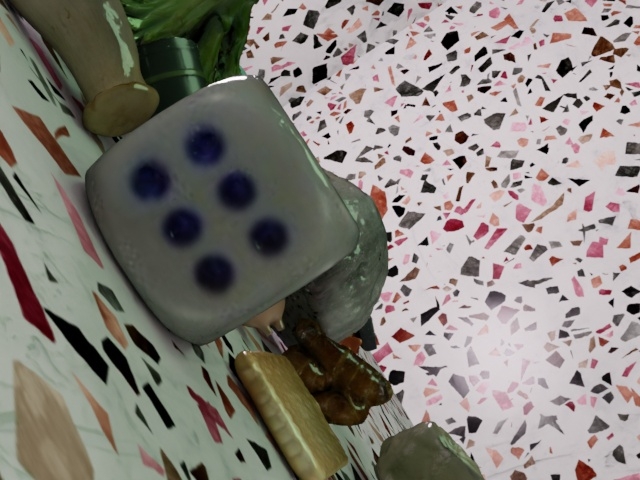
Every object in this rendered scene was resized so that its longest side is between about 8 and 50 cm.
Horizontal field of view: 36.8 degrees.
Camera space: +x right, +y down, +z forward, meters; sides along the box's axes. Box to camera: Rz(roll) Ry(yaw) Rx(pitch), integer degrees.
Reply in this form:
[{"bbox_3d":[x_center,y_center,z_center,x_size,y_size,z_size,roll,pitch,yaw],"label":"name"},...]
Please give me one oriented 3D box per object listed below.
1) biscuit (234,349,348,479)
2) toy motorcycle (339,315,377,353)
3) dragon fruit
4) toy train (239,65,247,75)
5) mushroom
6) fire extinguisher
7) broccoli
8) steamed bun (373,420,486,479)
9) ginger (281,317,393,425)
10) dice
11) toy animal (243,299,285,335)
[{"bbox_3d":[-0.029,0.197,1.084,0.160,0.030,0.250,57,2,10],"label":"biscuit"},{"bbox_3d":[0.014,0.133,1.643,0.325,0.148,0.221,-154,-127,-82],"label":"toy motorcycle"},{"bbox_3d":[0.000,0.000,1.391,0.283,0.221,0.204,59,-35,2],"label":"dragon fruit"},{"bbox_3d":[-0.225,-0.276,1.605,0.248,0.101,0.159,-9,65,-47],"label":"toy train"},{"bbox_3d":[-0.259,-0.232,1.050,0.108,0.096,0.247,-23,78,-52],"label":"mushroom"},{"bbox_3d":[-0.149,-0.079,1.110,0.093,0.118,0.294,-12,85,-45],"label":"fire extinguisher"},{"bbox_3d":[-0.202,-0.284,1.272,0.308,0.275,0.308,33,43,-37],"label":"broccoli"},{"bbox_3d":[0.161,0.379,1.383,0.211,0.144,0.218,45,-24,-3],"label":"steamed bun"},{"bbox_3d":[0.009,0.185,1.280,0.162,0.103,0.073,39,-14,7],"label":"ginger"},{"bbox_3d":[-0.087,-0.028,0.887,0.193,0.194,0.192,59,1,-2],"label":"dice"},{"bbox_3d":[-0.088,0.051,1.204,0.083,0.089,0.150,63,4,-76],"label":"toy animal"}]
